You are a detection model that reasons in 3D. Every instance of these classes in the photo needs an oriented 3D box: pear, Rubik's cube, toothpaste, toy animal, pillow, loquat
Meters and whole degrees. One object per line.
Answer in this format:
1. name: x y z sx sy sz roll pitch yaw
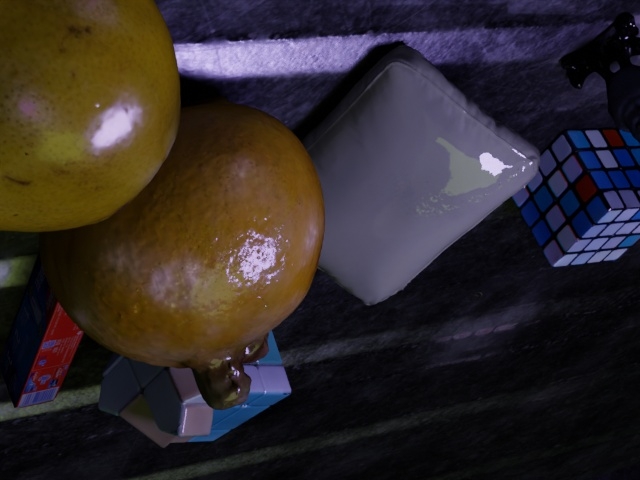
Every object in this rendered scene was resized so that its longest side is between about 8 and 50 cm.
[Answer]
1. pear: -0.282 -0.150 1.341 0.285 0.285 0.336 -39 150 27
2. Rubik's cube: 0.408 -0.065 2.295 0.154 0.151 0.155 -4 148 -36
3. toothpaste: -0.356 0.110 2.004 0.066 0.076 0.320 -10 151 -30
4. Rubik's cube: -0.180 0.171 2.125 0.265 0.224 0.213 -35 153 33
5. toy animal: 0.410 -0.181 2.005 0.121 0.210 0.117 -32 140 17
6. pillow: 0.089 -0.072 1.931 0.255 0.120 0.322 37 123 -19
7. loquat: -0.147 0.013 1.705 0.328 0.359 0.328 -14 176 -1
